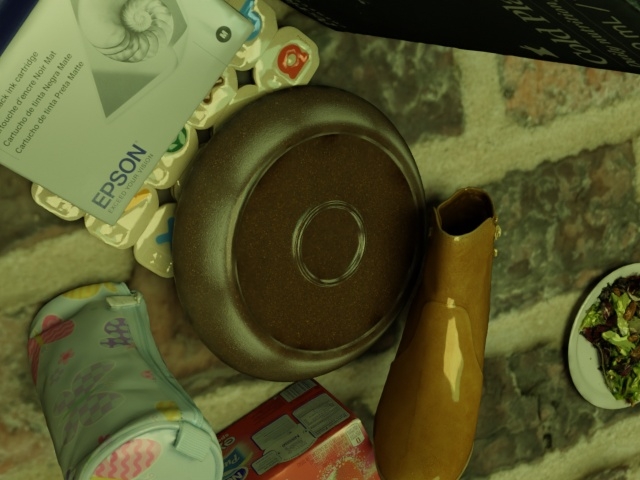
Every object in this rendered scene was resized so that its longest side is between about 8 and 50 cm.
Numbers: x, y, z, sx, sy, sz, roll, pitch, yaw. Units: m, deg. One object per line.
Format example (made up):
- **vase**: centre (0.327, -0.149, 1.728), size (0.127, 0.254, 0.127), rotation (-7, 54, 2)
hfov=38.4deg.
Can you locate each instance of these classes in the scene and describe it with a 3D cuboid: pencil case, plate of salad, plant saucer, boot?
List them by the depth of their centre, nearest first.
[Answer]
- **pencil case**: centre (-0.173, 0.137, 0.792), size (0.124, 0.273, 0.113), rotation (-38, 122, -5)
- **boot**: centre (0.118, 0.087, 0.917), size (0.104, 0.295, 0.211), rotation (9, 125, 12)
- **plant saucer**: centre (0.000, 0.000, 0.931), size (0.311, 0.050, 0.310), rotation (-8, 105, -33)
- **plate of salad**: centre (0.405, 0.127, 1.185), size (0.200, 0.048, 0.199), rotation (-6, 106, -23)

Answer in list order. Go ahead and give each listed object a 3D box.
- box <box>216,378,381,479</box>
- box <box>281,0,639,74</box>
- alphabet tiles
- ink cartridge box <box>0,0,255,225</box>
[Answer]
- **box**: centre (-0.067, 0.273, 0.954), size (0.257, 0.128, 0.122), rotation (-32, 114, -15)
- **box**: centre (0.018, -0.349, 0.612), size (0.480, 0.472, 0.297), rotation (22, 94, -35)
- **alphabet tiles**: centre (-0.134, -0.116, 0.884), size (0.284, 0.021, 0.278), rotation (34, 88, -28)
- **ink cartridge box**: centre (-0.204, -0.155, 0.756), size (0.224, 0.045, 0.223), rotation (32, 98, -30)
